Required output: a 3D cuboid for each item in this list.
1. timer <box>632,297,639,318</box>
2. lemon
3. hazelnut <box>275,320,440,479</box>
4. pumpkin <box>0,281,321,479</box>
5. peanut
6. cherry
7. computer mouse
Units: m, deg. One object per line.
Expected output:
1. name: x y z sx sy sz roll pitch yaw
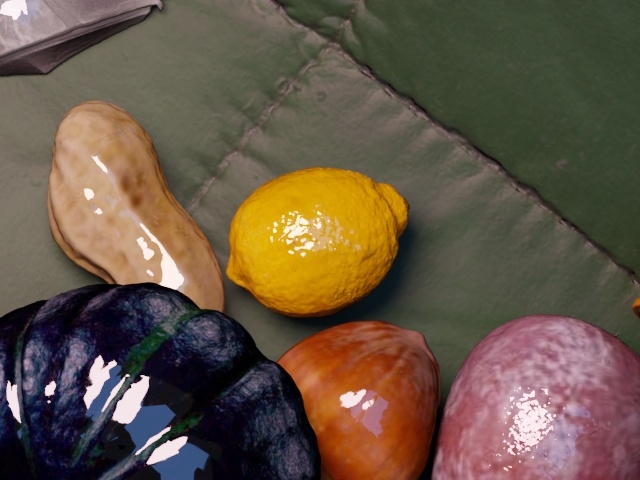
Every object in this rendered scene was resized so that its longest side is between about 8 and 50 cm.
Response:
1. timer: 0.446 0.008 1.472 0.233 0.233 0.240 30 77 -5
2. lemon: 0.000 0.000 1.423 0.187 0.142 0.142 -22 84 -10
3. hazelnut: 0.026 0.154 1.382 0.182 0.182 0.182 2 79 -12
4. pumpkin: -0.175 0.216 1.252 0.363 0.266 0.363 1 96 14
5. peanut: -0.173 0.002 1.401 0.125 0.111 0.274 -29 86 -11
6. cherry: 0.218 0.184 1.387 0.236 0.213 0.285 49 58 -16
7. computer mouse: -0.254 -0.241 1.452 0.231 0.071 0.126 -27 86 -16
